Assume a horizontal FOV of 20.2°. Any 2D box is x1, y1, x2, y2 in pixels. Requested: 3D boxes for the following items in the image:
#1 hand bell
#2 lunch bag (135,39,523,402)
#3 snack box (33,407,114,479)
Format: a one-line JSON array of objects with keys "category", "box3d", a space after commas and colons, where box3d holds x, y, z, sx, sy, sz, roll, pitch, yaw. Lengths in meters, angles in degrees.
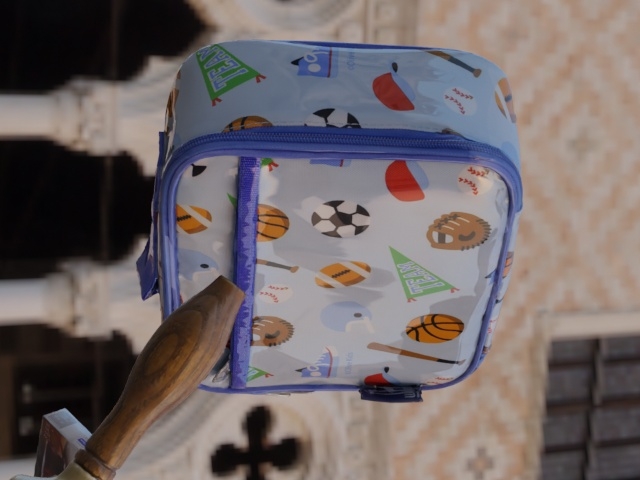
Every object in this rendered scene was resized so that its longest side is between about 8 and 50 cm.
[{"category": "hand bell", "box3d": [-0.123, 0.121, 1.024, 0.242, 0.126, 0.126, -52, -148, -7]}, {"category": "lunch bag", "box3d": [0.000, 0.000, 1.176, 0.303, 0.243, 0.115, 97, -9, -53]}, {"category": "snack box", "box3d": [-0.179, 0.207, 1.252, 0.064, 0.022, 0.178, 37, -52, 35]}]
